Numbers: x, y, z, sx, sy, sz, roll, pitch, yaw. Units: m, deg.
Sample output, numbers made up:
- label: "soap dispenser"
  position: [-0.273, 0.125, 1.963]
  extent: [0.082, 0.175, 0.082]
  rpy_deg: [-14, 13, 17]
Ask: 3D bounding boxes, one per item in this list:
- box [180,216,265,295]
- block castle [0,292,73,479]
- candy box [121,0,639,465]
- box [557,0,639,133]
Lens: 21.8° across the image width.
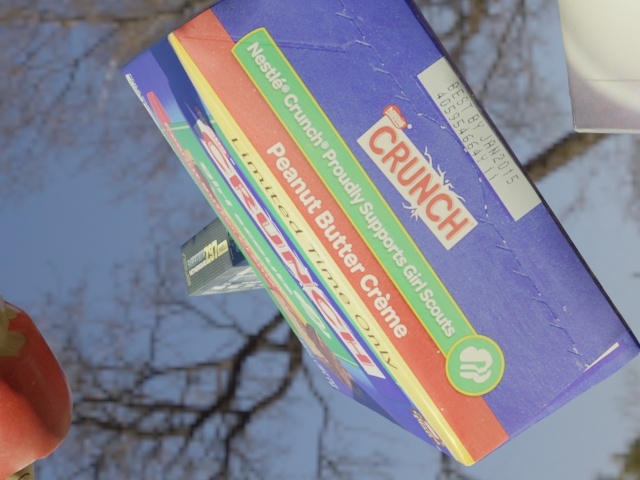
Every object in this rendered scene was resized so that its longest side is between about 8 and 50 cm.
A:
- label: "box"
  position: [0.000, 0.000, 1.620]
  extent: [0.183, 0.232, 0.059]
  rpy_deg: [150, 112, -65]
- label: "block castle"
  position: [-0.357, 0.117, 0.725]
  extent: [0.453, 0.303, 0.213]
  rpy_deg: [-39, -46, -32]
- label: "candy box"
  position: [0.016, -0.028, 0.961]
  extent: [0.268, 0.122, 0.317]
  rpy_deg: [56, 171, -8]
- label: "box"
  position: [0.257, -0.202, 0.730]
  extent: [0.182, 0.296, 0.294]
  rpy_deg: [-24, -71, -40]
